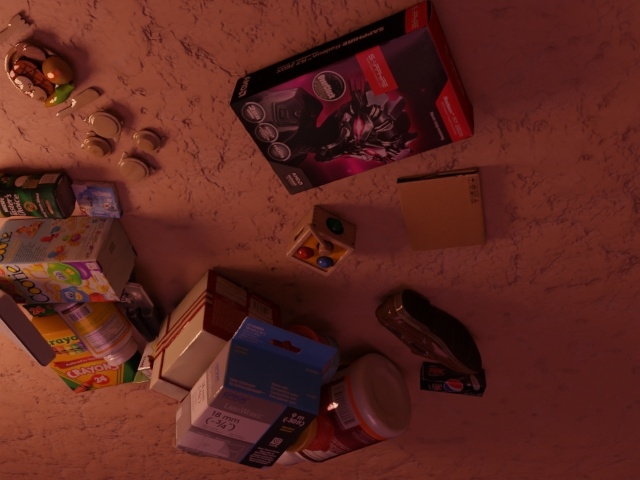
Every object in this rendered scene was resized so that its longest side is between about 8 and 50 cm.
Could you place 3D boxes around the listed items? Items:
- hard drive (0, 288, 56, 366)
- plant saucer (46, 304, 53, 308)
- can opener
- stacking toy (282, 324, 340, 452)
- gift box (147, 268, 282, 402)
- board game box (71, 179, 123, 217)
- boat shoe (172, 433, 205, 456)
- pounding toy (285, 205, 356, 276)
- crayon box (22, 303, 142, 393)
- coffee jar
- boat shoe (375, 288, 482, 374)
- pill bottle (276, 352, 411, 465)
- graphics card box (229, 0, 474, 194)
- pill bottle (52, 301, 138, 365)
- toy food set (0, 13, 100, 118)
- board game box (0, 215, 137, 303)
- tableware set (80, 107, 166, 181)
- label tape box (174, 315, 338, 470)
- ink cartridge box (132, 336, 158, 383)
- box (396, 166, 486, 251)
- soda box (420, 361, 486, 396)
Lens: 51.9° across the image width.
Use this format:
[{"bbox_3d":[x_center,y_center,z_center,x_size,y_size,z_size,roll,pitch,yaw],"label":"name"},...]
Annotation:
[{"bbox_3d":[-0.786,0.145,1.555,0.353,0.047,0.233,23,146,34],"label":"hard drive"},{"bbox_3d":[-0.705,0.180,1.735,0.083,0.015,0.083,4,136,4],"label":"plant saucer"},{"bbox_3d":[-0.444,0.159,1.651,0.076,0.095,0.283,-3,148,4],"label":"can opener"},{"bbox_3d":[-0.071,0.383,1.682,0.279,0.309,0.130,-11,152,42],"label":"stacking toy"},{"bbox_3d":[-0.245,0.255,1.593,0.255,0.276,0.258,33,115,-20],"label":"gift box"},{"bbox_3d":[-0.482,-0.089,1.426,0.090,0.020,0.090,4,135,4],"label":"board game box"},{"bbox_3d":[-0.338,0.642,2.108,0.285,0.103,0.092,-11,138,23],"label":"boat shoe"},{"bbox_3d":[0.000,0.000,1.396,0.130,0.100,0.141,26,133,-19],"label":"pounding toy"},{"bbox_3d":[-0.635,0.278,1.760,0.202,0.081,0.318,-13,133,8],"label":"crayon box"},{"bbox_3d":[-0.624,-0.095,1.396,0.184,0.079,0.096,1,136,7],"label":"coffee jar"},{"bbox_3d":[0.265,0.230,1.606,0.307,0.111,0.104,42,131,-18],"label":"boat shoe"},{"bbox_3d":[0.031,0.473,1.792,0.392,0.224,0.224,-30,125,32],"label":"pill bottle"},{"bbox_3d":[0.057,-0.235,1.154,0.371,0.094,0.233,-15,132,22],"label":"graphics card box"},{"bbox_3d":[-0.537,0.200,1.594,0.117,0.117,0.215,-18,117,24],"label":"pill bottle"},{"bbox_3d":[-0.513,-0.300,1.198,0.132,0.038,0.192,-22,129,27],"label":"toy food set"},{"bbox_3d":[-0.584,0.045,1.489,0.275,0.144,0.142,-2,136,10],"label":"board game box"},{"bbox_3d":[-0.398,-0.188,1.313,0.168,0.020,0.141,28,134,-22],"label":"tableware set"},{"bbox_3d":[-0.140,0.347,1.445,0.240,0.106,0.334,24,119,-25],"label":"label tape box"},{"bbox_3d":[-0.419,0.309,1.764,0.209,0.109,0.062,-14,132,21],"label":"ink cartridge box"},{"bbox_3d":[0.252,-0.059,1.360,0.164,0.021,0.201,-6,135,14],"label":"box"},{"bbox_3d":[0.354,0.372,1.763,0.169,0.060,0.053,6,135,2],"label":"soda box"}]
